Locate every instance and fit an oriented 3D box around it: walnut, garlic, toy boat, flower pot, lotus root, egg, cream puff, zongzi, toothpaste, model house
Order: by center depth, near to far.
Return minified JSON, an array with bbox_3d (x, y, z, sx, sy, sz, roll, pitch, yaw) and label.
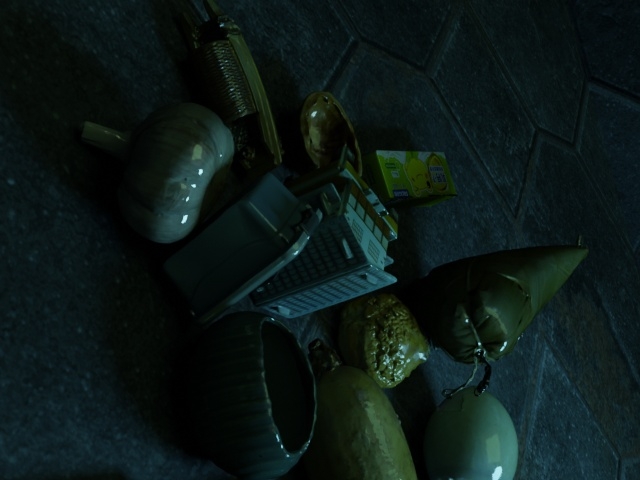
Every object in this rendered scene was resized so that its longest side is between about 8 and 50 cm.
[{"bbox_3d":[-0.241,-0.114,1.394,0.212,0.218,0.218,25,41,2],"label":"garlic"},{"bbox_3d":[-0.101,0.222,1.400,0.189,0.157,0.243,18,59,-50],"label":"flower pot"},{"bbox_3d":[0.048,0.320,1.552,0.151,0.169,0.342,-22,93,-65],"label":"lotus root"},{"bbox_3d":[0.000,0.000,1.621,0.198,0.224,0.215,52,32,-29],"label":"model house"},{"bbox_3d":[-0.154,-0.254,1.641,0.115,0.089,0.310,-14,85,-67],"label":"toy boat"},{"bbox_3d":[0.121,0.182,1.780,0.189,0.129,0.189,27,54,-45],"label":"cream puff"},{"bbox_3d":[-0.002,-0.172,1.826,0.167,0.087,0.211,23,52,-41],"label":"walnut"},{"bbox_3d":[0.373,0.111,1.837,0.447,0.418,0.181,-113,-179,-81],"label":"zongzi"},{"bbox_3d":[0.289,0.385,1.865,0.183,0.183,0.217,44,49,-35],"label":"egg"},{"bbox_3d":[0.181,-0.129,2.087,0.327,0.077,0.110,-7,77,-57],"label":"toothpaste"}]

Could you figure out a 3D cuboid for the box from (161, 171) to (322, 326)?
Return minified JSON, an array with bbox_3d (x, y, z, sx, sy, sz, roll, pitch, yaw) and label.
[{"bbox_3d":[-0.115,0.012,1.432,0.130,0.227,0.162,50,25,-9],"label":"box"}]
